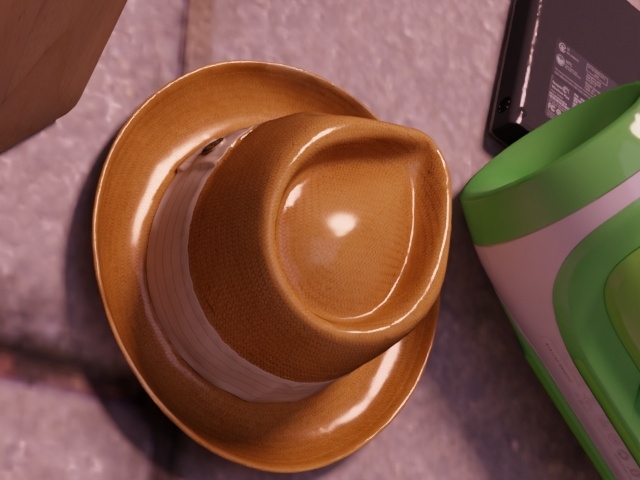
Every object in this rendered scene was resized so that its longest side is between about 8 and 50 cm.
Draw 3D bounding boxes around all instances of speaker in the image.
[{"bbox_3d":[0.192,0.073,0.642,0.131,0.131,0.296,-41,102,-40],"label":"speaker"}]

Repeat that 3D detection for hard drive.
[{"bbox_3d":[0.145,-0.096,0.729,0.094,0.022,0.135,31,58,-27],"label":"hard drive"}]

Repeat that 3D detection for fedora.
[{"bbox_3d":[0.000,0.000,0.541,0.194,0.079,0.194,15,66,-35],"label":"fedora"}]

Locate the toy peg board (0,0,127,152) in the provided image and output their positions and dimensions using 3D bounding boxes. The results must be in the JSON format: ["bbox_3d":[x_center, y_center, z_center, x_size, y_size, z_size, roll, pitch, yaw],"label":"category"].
[{"bbox_3d":[-0.140,-0.082,0.414,0.079,0.161,0.161,46,50,5],"label":"toy peg board"}]
